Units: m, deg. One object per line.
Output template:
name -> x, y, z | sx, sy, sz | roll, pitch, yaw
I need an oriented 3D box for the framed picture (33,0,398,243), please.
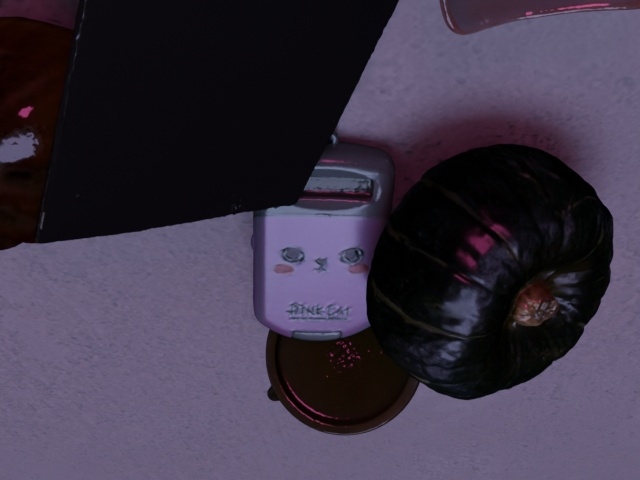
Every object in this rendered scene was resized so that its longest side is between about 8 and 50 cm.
framed picture -> -0.058, -0.123, 0.510 | 0.244, 0.013, 0.324 | -12, 145, -38

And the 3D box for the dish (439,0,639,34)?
dish -> 0.142, -0.237, 0.439 | 0.151, 0.077, 0.212 | -6, 145, 9

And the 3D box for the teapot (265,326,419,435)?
teapot -> 0.044, 0.127, 0.893 | 0.267, 0.186, 0.175 | -31, 175, 3

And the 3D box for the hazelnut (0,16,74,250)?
hazelnut -> -0.234, -0.084, 0.556 | 0.204, 0.178, 0.178 | -11, 144, 13

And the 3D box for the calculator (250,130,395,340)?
calculator -> 0.000, 0.000, 0.742 | 0.141, 0.045, 0.246 | 2, 121, -4

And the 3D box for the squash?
squash -> 0.164, 0.030, 0.705 | 0.252, 0.165, 0.252 | -22, 136, -22
